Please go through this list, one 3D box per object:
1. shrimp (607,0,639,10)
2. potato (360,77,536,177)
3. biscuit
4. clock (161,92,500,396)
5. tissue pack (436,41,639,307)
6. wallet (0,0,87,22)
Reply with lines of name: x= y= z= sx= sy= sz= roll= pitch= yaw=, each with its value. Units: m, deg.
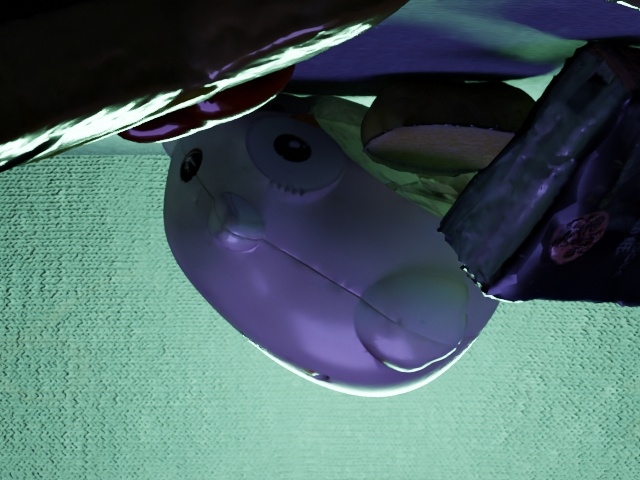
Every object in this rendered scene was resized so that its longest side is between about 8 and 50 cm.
shrimp: x=0.221 y=-0.137 z=0.799 sx=0.254 sy=0.059 sz=0.145 roll=5 pitch=170 yaw=-4
potato: x=0.135 y=-0.124 z=1.790 sx=0.200 sy=0.081 sz=0.164 roll=5 pitch=165 yaw=-31
biscuit: x=-0.156 y=-0.060 z=0.874 sx=0.368 sy=0.076 sz=0.394 roll=-14 pitch=-173 yaw=41
clock: x=0.000 y=0.000 z=1.927 sx=0.376 sy=0.251 sz=0.368 roll=21 pitch=-158 yaw=-33
tissue pack: x=0.290 y=-0.055 z=1.581 sx=0.332 sy=0.245 sz=0.123 roll=1 pitch=-137 yaw=-45
wallet: x=-0.205 y=-0.139 z=1.179 sx=0.165 sy=0.042 sz=0.309 roll=-1 pitch=180 yaw=-10
